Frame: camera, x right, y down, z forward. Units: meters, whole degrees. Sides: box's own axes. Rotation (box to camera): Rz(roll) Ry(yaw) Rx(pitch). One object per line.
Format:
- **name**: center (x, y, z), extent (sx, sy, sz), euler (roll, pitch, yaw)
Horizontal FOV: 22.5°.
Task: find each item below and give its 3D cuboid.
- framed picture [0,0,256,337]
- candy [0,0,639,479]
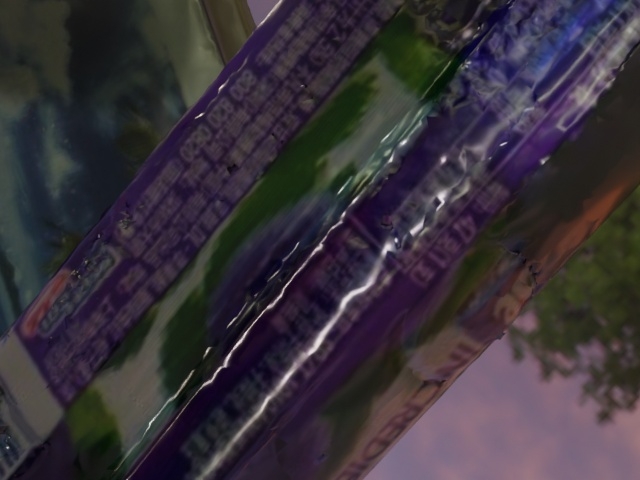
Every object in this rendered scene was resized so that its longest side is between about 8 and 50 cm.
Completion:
- **framed picture**: center (-0.134, -0.065, 0.680), extent (0.024, 0.232, 0.315), euler (21, -132, -73)
- **candy**: center (0.000, 0.000, 0.381), extent (0.061, 0.312, 0.088), euler (32, -167, -50)
